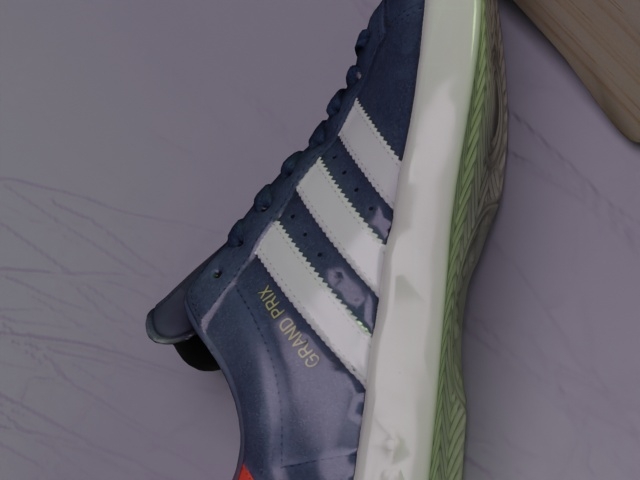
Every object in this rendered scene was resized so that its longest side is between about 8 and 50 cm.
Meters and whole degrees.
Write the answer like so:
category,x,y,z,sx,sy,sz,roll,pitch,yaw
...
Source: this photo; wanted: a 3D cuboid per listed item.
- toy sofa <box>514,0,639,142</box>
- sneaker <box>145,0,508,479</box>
category,x,y,z,sx,sy,sz,roll,pitch,yaw
toy sofa,0.126,-0.236,0.830,0.150,0.177,0.362,-30,64,-19
sneaker,0.000,0.000,0.788,0.148,0.131,0.350,6,76,15
